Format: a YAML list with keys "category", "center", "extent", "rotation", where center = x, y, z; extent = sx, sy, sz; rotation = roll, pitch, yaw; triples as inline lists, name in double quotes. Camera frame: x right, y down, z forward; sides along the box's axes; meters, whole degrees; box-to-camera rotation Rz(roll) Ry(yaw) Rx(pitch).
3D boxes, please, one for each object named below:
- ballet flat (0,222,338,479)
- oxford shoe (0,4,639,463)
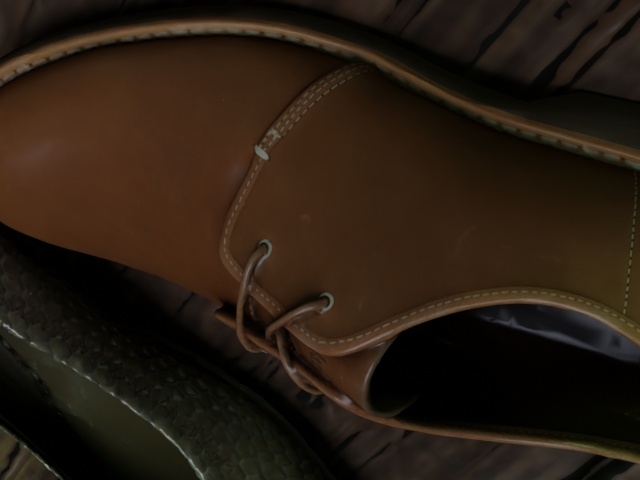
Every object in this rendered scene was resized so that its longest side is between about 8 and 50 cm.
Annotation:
- category: "ballet flat"
  center: [-0.078, 0.040, 0.460]
  extent: [0.084, 0.058, 0.250]
  rotation: [-23, 117, 43]
- category: "oxford shoe"
  center: [0.000, 0.000, 0.367]
  extent: [0.212, 0.076, 0.076]
  rotation: [11, 137, 22]
